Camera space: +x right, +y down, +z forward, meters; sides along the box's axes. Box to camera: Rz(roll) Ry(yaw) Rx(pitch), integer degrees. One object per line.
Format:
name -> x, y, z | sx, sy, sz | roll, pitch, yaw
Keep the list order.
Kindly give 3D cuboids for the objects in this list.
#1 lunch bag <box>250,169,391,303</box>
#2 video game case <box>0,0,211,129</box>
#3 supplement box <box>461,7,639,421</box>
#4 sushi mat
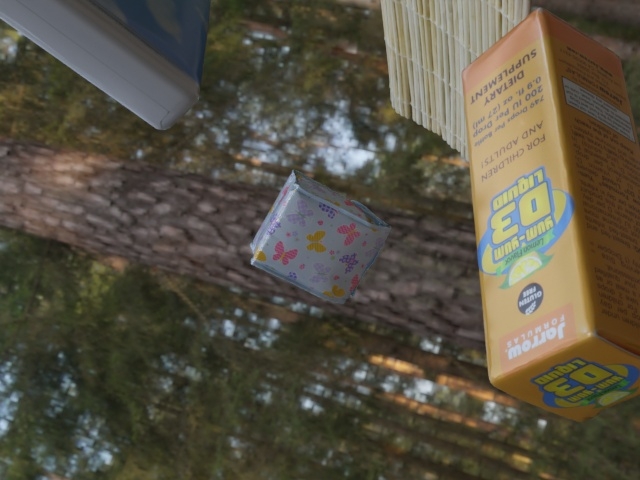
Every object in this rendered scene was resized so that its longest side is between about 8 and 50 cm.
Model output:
lunch bag -> 0.000, 0.000, 0.710 | 0.071, 0.083, 0.053 | -60, 13, 16
video game case -> -0.124, -0.156, 0.347 | 0.212, 0.023, 0.193 | 36, -149, -28
supplement box -> 0.140, -0.021, 0.566 | 0.080, 0.078, 0.233 | 22, -130, -30
sushi mat -> 0.096, -0.155, 0.731 | 0.019, 0.151, 0.316 | -44, -26, -14
